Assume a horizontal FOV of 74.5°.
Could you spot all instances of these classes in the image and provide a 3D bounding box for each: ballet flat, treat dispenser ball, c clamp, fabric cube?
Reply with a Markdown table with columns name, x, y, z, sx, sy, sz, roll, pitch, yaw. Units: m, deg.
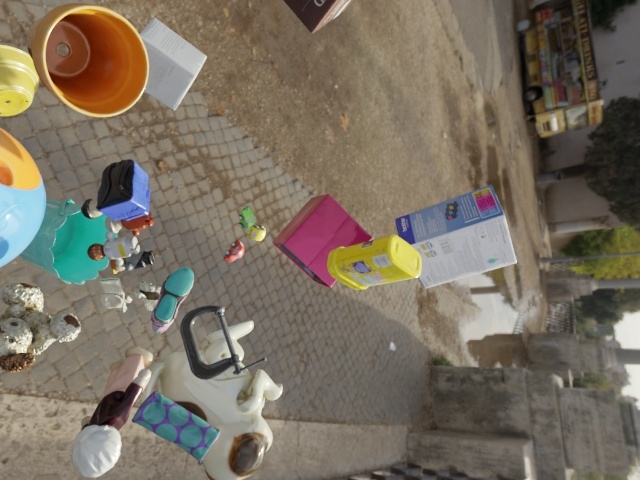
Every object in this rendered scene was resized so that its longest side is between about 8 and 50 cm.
| name | x | y | z | sx | sy | sz | roll | pitch | yaw |
| --- | --- | --- | --- | --- | --- | --- | --- | --- | --- |
| ballet flat | -0.418 | 0.166 | 1.168 | 0.076 | 0.079 | 0.222 | 29 | 34 | -17 |
| treat dispenser ball | -0.626 | -0.075 | 0.698 | 0.288 | 0.288 | 0.288 | 20 | 66 | -55 |
| c clamp | -0.194 | 0.190 | 0.802 | 0.161 | 0.137 | 0.022 | 60 | -1 | 21 |
| fabric cube | 0.000 | 0.000 | 1.683 | 0.259 | 0.254 | 0.258 | 44 | 79 | -13 |

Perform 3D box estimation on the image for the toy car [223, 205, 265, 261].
| name | x | y | z | sx | sy | sz | roll | pitch | yaw |
| --- | --- | --- | --- | --- | --- | --- | --- | --- | --- |
| toy car | -0.289 | -0.037 | 1.680 | 0.239 | 0.053 | 0.225 | -44 | 156 | -39 |

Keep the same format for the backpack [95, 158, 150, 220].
| name | x | y | z | sx | sy | sz | roll | pitch | yaw |
| --- | --- | --- | --- | --- | --- | --- | --- | --- | --- |
| backpack | -0.435 | -0.111 | 0.940 | 0.101 | 0.097 | 0.120 | 65 | 13 | -66 |

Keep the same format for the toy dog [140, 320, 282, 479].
| name | x | y | z | sx | sy | sz | roll | pitch | yaw |
| --- | --- | --- | --- | --- | --- | --- | --- | --- | --- |
| toy dog | -0.288 | 0.496 | 1.254 | 0.395 | 0.284 | 0.408 | -3 | 60 | -58 |

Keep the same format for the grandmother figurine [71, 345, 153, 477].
| name | x | y | z | sx | sy | sz | roll | pitch | yaw |
| --- | --- | --- | --- | --- | --- | --- | --- | --- | --- |
| grandmother figurine | -0.459 | 0.373 | 0.949 | 0.104 | 0.208 | 0.342 | 35 | 9 | -19 |

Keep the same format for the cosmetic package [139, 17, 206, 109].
| name | x | y | z | sx | sy | sz | roll | pitch | yaw |
| --- | --- | --- | --- | --- | --- | --- | --- | --- | --- |
| cosmetic package | -0.476 | -0.536 | 1.286 | 0.183 | 0.151 | 0.151 | 32 | 39 | -26 |

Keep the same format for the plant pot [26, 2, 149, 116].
| name | x | y | z | sx | sy | sz | roll | pitch | yaw |
| --- | --- | --- | --- | --- | --- | --- | --- | --- | --- |
| plant pot | -0.499 | -0.383 | 0.870 | 0.205 | 0.187 | 0.205 | -35 | 141 | -35 |

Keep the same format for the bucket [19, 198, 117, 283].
| name | x | y | z | sx | sy | sz | roll | pitch | yaw |
| --- | --- | --- | --- | --- | --- | --- | --- | --- | --- |
| bucket | -0.865 | -0.006 | 1.439 | 0.281 | 0.183 | 0.281 | 17 | 90 | -76 |

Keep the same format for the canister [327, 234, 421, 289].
| name | x | y | z | sx | sy | sz | roll | pitch | yaw |
| --- | --- | --- | --- | --- | --- | --- | --- | --- | --- |
| canister | 0.118 | 0.050 | 0.921 | 0.126 | 0.169 | 0.073 | 32 | 57 | -35 |

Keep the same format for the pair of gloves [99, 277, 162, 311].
| name | x | y | z | sx | sy | sz | roll | pitch | yaw |
| --- | --- | --- | --- | --- | --- | --- | --- | --- | --- |
| pair of gloves | -0.752 | 0.227 | 1.683 | 0.240 | 0.204 | 0.042 | 6 | 47 | -19 |

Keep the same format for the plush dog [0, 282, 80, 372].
| name | x | y | z | sx | sy | sz | roll | pitch | yaw |
| --- | --- | --- | --- | --- | --- | --- | --- | --- | --- |
| plush dog | -0.898 | 0.279 | 1.238 | 0.262 | 0.211 | 0.225 | 37 | 15 | 4 |

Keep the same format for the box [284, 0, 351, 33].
| name | x | y | z | sx | sy | sz | roll | pitch | yaw |
| --- | --- | --- | --- | --- | --- | --- | --- | --- | --- |
| box | -0.065 | -0.548 | 0.642 | 0.381 | 0.191 | 0.143 | 43 | 53 | -13 |

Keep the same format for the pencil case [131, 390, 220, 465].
| name | x | y | z | sx | sy | sz | roll | pitch | yaw |
| --- | --- | --- | --- | --- | --- | --- | --- | --- | --- |
| pencil case | -0.261 | 0.338 | 0.766 | 0.151 | 0.070 | 0.064 | 36 | 40 | -7 |

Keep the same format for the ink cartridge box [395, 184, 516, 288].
| name | x | y | z | sx | sy | sz | roll | pitch | yaw |
| --- | --- | --- | --- | --- | --- | --- | --- | --- | --- |
| ink cartridge box | 0.435 | 0.009 | 1.454 | 0.270 | 0.395 | 0.151 | 53 | 24 | -41 |

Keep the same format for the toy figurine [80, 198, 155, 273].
| name | x | y | z | sx | sy | sz | roll | pitch | yaw |
| --- | --- | --- | --- | --- | --- | --- | --- | --- | --- |
| toy figurine | -0.599 | -0.017 | 1.252 | 0.213 | 0.148 | 0.210 | 96 | -16 | -75 |

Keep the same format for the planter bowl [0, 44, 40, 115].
| name | x | y | z | sx | sy | sz | roll | pitch | yaw |
| --- | --- | --- | --- | --- | --- | --- | --- | --- | --- |
| planter bowl | -0.826 | -0.389 | 1.089 | 0.090 | 0.217 | 0.217 | 58 | 31 | 8 |
